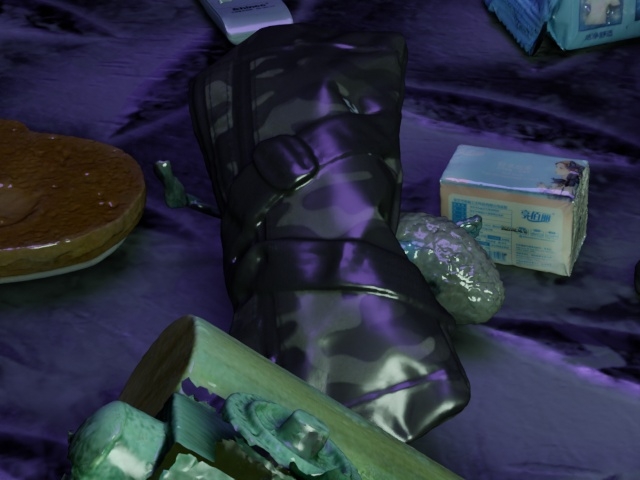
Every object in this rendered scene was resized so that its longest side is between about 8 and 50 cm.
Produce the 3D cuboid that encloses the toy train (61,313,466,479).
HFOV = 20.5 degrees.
[{"bbox_3d":[0.015,0.153,0.789,0.307,0.126,0.189,32,3,-16],"label":"toy train"}]

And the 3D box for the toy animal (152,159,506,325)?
[{"bbox_3d":[0.010,0.002,1.157,0.253,0.079,0.070,18,33,29],"label":"toy animal"}]

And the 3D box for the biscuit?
[{"bbox_3d":[-0.221,-0.020,1.232,0.208,0.049,0.181,13,35,23],"label":"biscuit"}]

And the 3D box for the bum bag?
[{"bbox_3d":[0.000,0.000,1.050,0.144,0.095,0.340,-17,54,13],"label":"bum bag"}]

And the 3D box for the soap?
[{"bbox_3d":[0.282,-0.241,1.531,0.293,0.077,0.156,-13,34,-18],"label":"soap"}]

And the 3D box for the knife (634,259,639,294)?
[{"bbox_3d":[0.312,-0.004,1.214,0.245,0.019,0.072,-12,29,-20],"label":"knife"}]

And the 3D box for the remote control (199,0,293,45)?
[{"bbox_3d":[-0.075,-0.208,1.545,0.061,0.029,0.162,-9,28,-15],"label":"remote control"}]

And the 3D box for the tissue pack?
[{"bbox_3d":[0.130,-0.021,1.195,0.094,0.074,0.059,10,41,16],"label":"tissue pack"}]
